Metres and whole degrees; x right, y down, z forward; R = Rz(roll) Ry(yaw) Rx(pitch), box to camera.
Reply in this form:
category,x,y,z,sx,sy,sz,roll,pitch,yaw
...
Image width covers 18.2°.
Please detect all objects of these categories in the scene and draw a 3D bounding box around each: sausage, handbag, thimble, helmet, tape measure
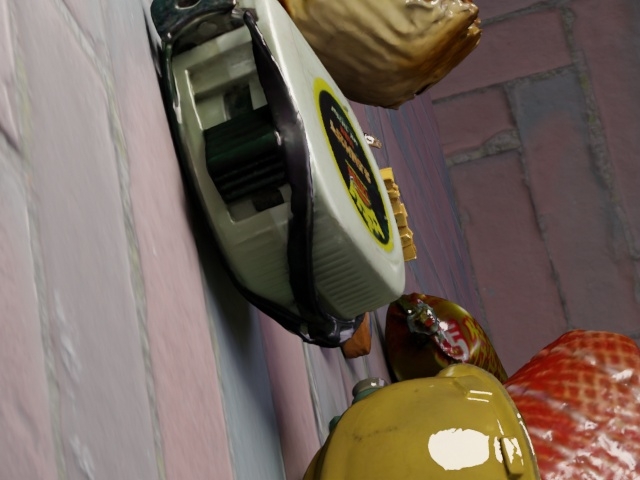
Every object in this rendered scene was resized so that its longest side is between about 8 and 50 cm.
category,x,y,z,sx,sy,sz,roll,pitch,yaw
sausage,0.138,0.130,2.252,0.317,0.117,0.125,60,9,-64
handbag,0.047,-0.017,1.742,0.027,0.061,0.083,-83,154,-67
thimble,0.292,0.282,2.174,0.350,0.230,0.350,42,-25,25
helmet,0.057,0.207,1.417,0.205,0.140,0.257,120,-35,-48
tape measure,-0.034,-0.043,1.379,0.235,0.115,0.207,51,23,-52

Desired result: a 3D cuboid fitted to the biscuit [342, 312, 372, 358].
category,x,y,z,sx,sy,sz,roll,pitch,yaw
biscuit,0.002,-0.001,1.797,0.324,0.049,0.205,51,26,-68

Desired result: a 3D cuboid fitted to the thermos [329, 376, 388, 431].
category,x,y,z,sx,sy,sz,roll,pitch,yaw
thermos,0.050,0.199,1.682,0.073,0.083,0.187,99,-14,-46

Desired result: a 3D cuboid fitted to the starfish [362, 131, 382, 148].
category,x,y,z,sx,sy,sz,roll,pitch,yaw
starfish,0.028,-0.055,2.015,0.213,0.057,0.238,-119,-168,-52

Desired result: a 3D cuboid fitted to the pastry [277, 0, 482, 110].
category,x,y,z,sx,sy,sz,roll,pitch,yaw
pastry,0.028,-0.235,1.995,0.237,0.170,0.256,37,-4,10

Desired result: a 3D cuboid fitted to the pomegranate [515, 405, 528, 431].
category,x,y,z,sx,sy,sz,roll,pitch,yaw
pomegranate,0.115,0.222,1.825,0.159,0.159,0.205,63,40,-59
